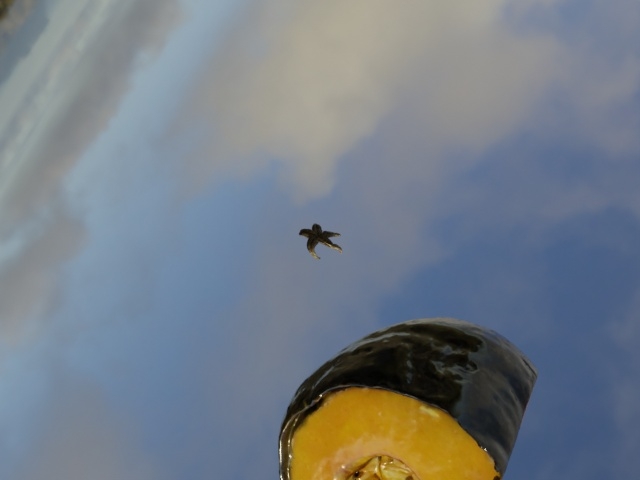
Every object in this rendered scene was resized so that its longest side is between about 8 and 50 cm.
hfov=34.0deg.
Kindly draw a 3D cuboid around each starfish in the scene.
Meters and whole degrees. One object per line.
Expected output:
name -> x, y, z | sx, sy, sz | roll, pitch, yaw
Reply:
starfish -> 0.000, 0.000, 1.850 | 0.078, 0.091, 0.028 | -39, 145, -39

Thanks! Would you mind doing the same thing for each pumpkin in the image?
pumpkin -> 0.105, 0.229, 1.271 | 0.303, 0.256, 0.225 | -4, -164, 25
